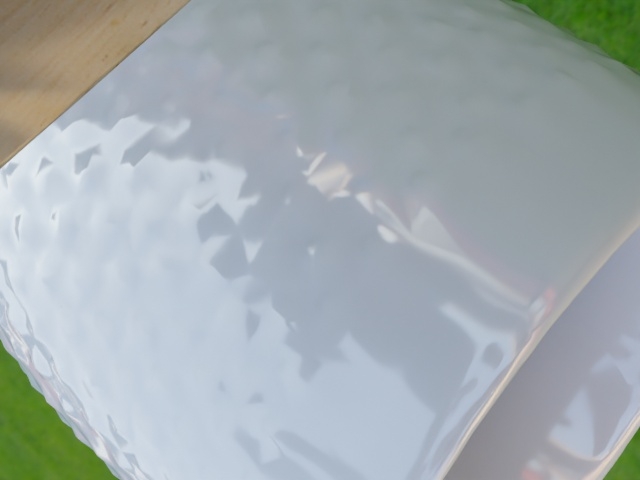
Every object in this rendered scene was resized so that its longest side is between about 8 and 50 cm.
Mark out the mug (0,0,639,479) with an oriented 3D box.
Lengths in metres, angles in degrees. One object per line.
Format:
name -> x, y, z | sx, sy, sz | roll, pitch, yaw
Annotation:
mug -> 0.000, 0.000, 0.679 | 0.328, 0.276, 0.374 | 36, -177, 24

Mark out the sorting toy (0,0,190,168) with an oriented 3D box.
sorting toy -> -0.186, -0.097, 0.309 | 0.255, 0.257, 0.089 | 48, -177, -33
